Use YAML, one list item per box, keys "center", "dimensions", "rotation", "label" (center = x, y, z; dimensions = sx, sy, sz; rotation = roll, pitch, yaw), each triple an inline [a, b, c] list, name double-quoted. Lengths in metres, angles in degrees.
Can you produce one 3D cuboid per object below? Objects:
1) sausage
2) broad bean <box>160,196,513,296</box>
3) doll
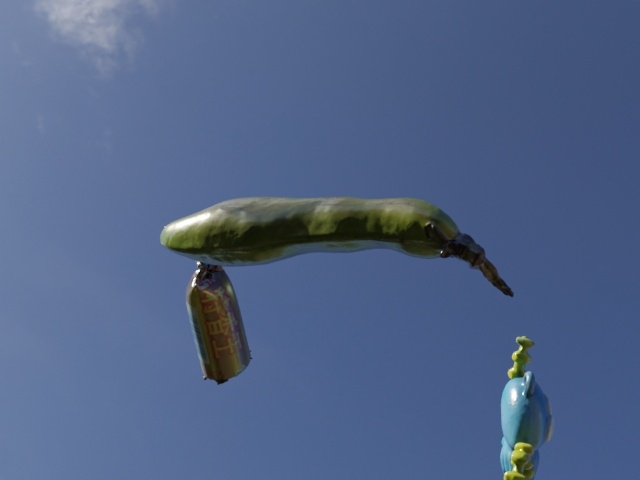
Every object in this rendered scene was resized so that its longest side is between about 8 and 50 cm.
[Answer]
- center: [-0.233, 0.160, 1.823]
  dimensions: [0.117, 0.125, 0.317]
  rotation: [16, -53, 36]
  label: "sausage"
- center: [-0.002, -0.008, 0.677]
  dimensions: [0.325, 0.075, 0.067]
  rotation: [0, -36, 28]
  label: "broad bean"
- center: [0.392, 0.395, 1.546]
  dimensions: [0.098, 0.346, 0.341]
  rotation: [0, -60, 14]
  label: "doll"
